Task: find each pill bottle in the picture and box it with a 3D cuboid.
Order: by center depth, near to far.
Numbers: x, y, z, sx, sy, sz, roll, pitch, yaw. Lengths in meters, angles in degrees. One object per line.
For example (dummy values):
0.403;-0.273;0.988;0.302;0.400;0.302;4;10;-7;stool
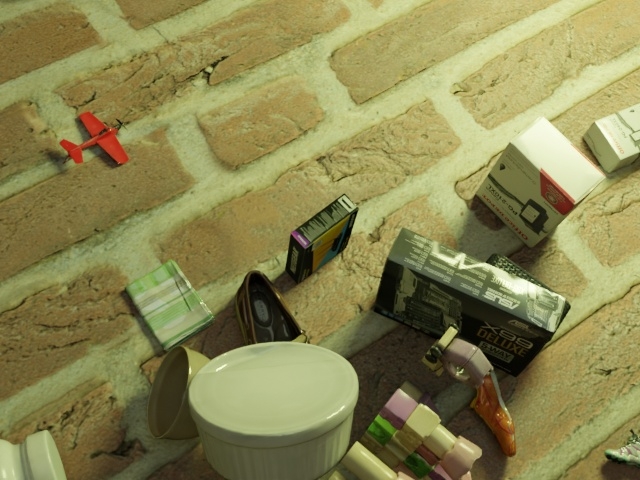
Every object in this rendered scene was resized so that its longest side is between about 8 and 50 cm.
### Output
-0.556;0.413;1.235;0.279;0.162;0.162;-18;70;-15;pill bottle

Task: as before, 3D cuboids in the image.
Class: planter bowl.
-0.220;0.275;1.359;0.109;0.162;0.162;22;62;-29;planter bowl

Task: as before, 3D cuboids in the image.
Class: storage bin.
0.376;0.122;1.514;0.180;0.122;0.084;35;67;8;storage bin

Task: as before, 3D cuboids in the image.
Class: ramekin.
-0.071;0.279;1.237;0.273;0.273;0.127;-7;112;-11;ramekin

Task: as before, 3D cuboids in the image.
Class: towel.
-0.287;0.120;1.475;0.113;0.023;0.152;-32;74;-20;towel

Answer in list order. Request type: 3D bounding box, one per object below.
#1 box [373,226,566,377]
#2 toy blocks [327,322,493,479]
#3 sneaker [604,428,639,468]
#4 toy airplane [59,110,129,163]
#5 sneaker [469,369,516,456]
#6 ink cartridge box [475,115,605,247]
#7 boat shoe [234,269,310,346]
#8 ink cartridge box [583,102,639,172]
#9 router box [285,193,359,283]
0.259;0.118;1.417;0.307;0.242;0.076;25;65;10;box
0.204;0.368;1.299;0.260;0.288;0.309;38;64;12;toy blocks
0.585;0.391;1.477;0.098;0.038;0.069;17;64;-11;sneaker
-0.465;-0.204;1.587;0.151;0.028;0.151;3;65;-6;toy airplane
0.320;0.324;1.462;0.067;0.064;0.175;-18;63;1;sneaker
0.432;-0.110;1.561;0.100;0.237;0.172;-38;77;-18;ink cartridge box
-0.072;0.212;1.411;0.123;0.123;0.342;-14;70;-13;boat shoe
0.687;-0.232;1.743;0.150;0.063;0.109;-22;72;-17;ink cartridge box
0.000;0.000;1.483;0.133;0.179;0.046;-37;74;-19;router box
